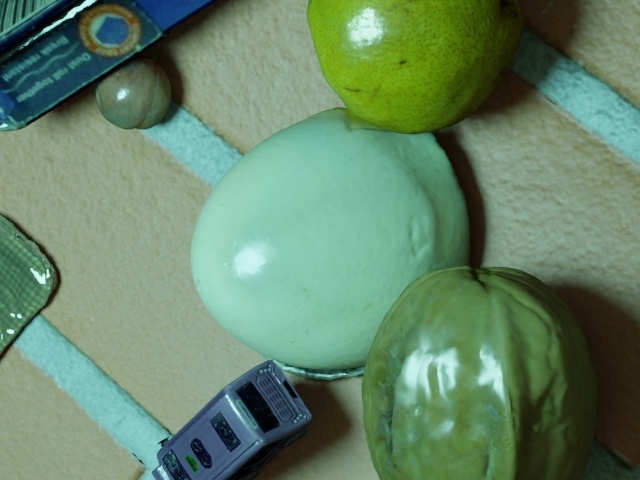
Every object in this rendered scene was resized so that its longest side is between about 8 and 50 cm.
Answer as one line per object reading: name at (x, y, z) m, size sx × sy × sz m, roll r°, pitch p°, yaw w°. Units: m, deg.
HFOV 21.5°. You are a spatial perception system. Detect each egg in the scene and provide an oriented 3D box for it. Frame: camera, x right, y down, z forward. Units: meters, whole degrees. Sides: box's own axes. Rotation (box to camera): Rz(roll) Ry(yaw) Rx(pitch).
egg at (0.001, 0.005, 1.670) m, size 0.286 × 0.174 × 0.264 m, roll -23°, pitch 83°, yaw 17°

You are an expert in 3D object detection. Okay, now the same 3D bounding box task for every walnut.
walnut at (0.149, 0.152, 1.583) m, size 0.225 × 0.225 × 0.261 m, roll -1°, pitch 97°, yaw 23°

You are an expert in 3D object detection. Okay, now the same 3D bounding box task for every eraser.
eraser at (-0.237, -0.253, 1.790) m, size 0.332 × 0.101 × 0.155 m, roll -29°, pitch 36°, yaw 18°

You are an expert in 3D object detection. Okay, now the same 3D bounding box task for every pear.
pear at (0.095, -0.210, 1.627) m, size 0.209 × 0.209 × 0.209 m, roll -1°, pitch 87°, yaw 23°

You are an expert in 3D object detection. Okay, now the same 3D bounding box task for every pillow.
pillow at (-0.390, 0.077, 1.903) m, size 0.135 × 0.034 × 0.211 m, roll 40°, pitch 101°, yaw 21°

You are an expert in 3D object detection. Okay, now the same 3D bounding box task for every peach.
peach at (-0.200, -0.160, 1.808) m, size 0.083 × 0.083 × 0.083 m, roll -1°, pitch 87°, yaw 23°

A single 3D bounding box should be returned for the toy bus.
toy bus at (-0.094, 0.201, 1.714) m, size 0.087 × 0.098 × 0.178 m, roll 54°, pitch 135°, yaw 10°
